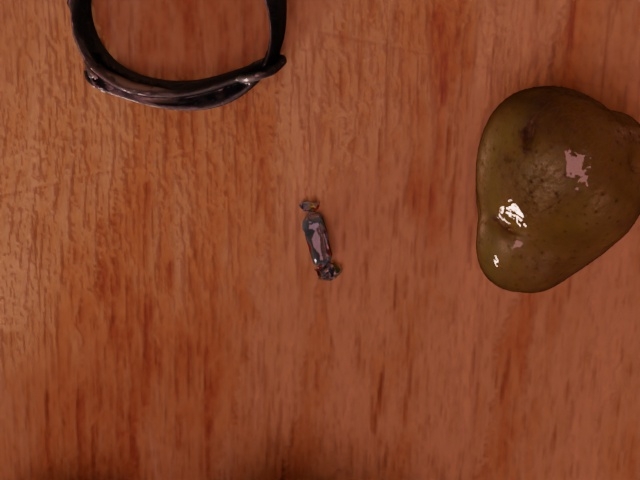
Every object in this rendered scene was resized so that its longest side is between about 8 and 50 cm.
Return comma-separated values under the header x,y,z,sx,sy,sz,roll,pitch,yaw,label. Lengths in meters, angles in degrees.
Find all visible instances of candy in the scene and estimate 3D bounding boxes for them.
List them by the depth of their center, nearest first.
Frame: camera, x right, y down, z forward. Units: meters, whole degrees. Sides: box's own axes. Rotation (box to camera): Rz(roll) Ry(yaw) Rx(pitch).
x,y,z,sx,sy,sz,roll,pitch,yaw,label
0.000,0.000,1.335,0.030,0.020,0.083,-9,106,13,candy

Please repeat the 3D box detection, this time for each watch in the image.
x,y,z,sx,sy,sz,roll,pitch,yaw,label
-0.126,-0.209,1.260,0.206,0.068,0.193,22,115,6,watch

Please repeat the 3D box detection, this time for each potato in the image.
x,y,z,sx,sy,sz,roll,pitch,yaw,label
0.205,-0.040,1.215,0.157,0.157,0.194,23,111,2,potato
